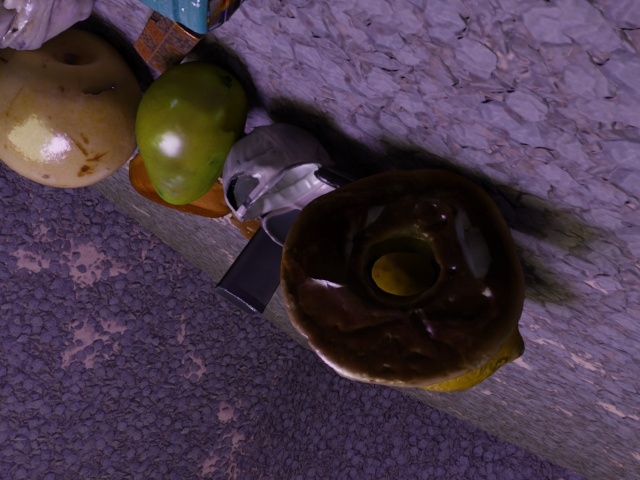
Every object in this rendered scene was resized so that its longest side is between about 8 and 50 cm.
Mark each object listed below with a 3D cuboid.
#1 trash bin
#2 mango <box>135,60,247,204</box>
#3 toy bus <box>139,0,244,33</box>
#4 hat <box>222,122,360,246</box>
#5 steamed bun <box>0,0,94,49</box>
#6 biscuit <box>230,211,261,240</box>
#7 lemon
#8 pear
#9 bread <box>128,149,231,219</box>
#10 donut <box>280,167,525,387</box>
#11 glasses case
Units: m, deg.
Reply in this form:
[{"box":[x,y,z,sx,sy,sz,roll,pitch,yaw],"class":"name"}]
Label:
[{"box":[-0.138,0.052,1.608,0.122,0.240,0.164,35,167,-7],"class":"trash bin"},{"box":[-0.208,-0.179,1.083,0.149,0.185,0.273,37,155,9],"class":"mango"},{"box":[-0.205,-0.338,0.751,0.262,0.109,0.091,31,160,3],"class":"toy bus"},{"box":[-0.027,-0.097,1.095,0.275,0.161,0.232,14,155,-28],"class":"hat"},{"box":[-0.519,-0.396,1.027,0.268,0.207,0.280,30,167,10],"class":"steamed bun"},{"box":[-0.178,-0.042,1.802,0.166,0.036,0.225,28,162,19],"class":"biscuit"},{"box":[0.188,0.116,1.099,0.310,0.258,0.258,31,166,25],"class":"lemon"},{"box":[-0.485,-0.255,1.258,0.309,0.309,0.309,31,166,9],"class":"pear"},{"box":[-0.277,-0.141,1.393,0.236,0.183,0.388,33,166,-10],"class":"bread"},{"box":[0.116,0.048,0.930,0.330,0.330,0.160,29,177,15],"class":"donut"},{"box":[-0.224,-0.308,0.993,0.075,0.049,0.218,38,165,-20],"class":"glasses case"}]
